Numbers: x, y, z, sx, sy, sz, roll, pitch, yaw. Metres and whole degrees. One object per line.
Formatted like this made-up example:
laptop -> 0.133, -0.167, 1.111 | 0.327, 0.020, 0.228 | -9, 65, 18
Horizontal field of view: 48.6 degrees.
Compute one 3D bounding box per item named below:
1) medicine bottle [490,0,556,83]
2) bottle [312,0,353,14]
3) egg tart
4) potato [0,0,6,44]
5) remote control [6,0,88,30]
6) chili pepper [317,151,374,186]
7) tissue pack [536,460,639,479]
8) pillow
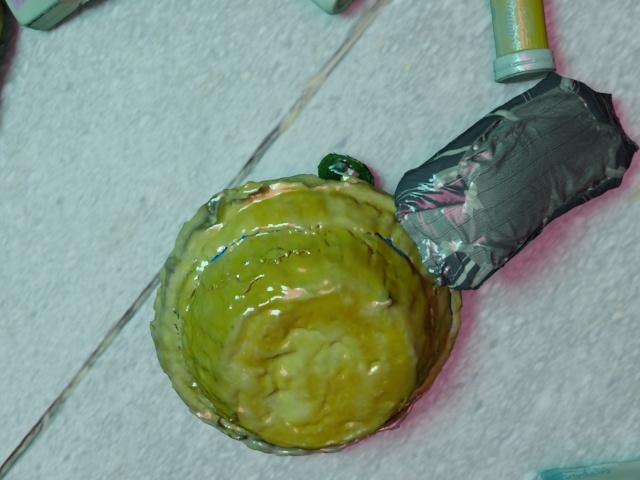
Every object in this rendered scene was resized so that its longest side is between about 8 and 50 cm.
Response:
medicine bottle -> 0.235, -0.305, 0.854 | 0.073, 0.074, 0.218 | -7, 91, 7
bottle -> -0.046, -0.391, 0.861 | 0.245, 0.104, 0.104 | 42, 97, 2
egg tart -> -0.011, 0.106, 0.823 | 0.387, 0.169, 0.388 | -2, 111, -6
potato -> -0.471, -0.238, 0.919 | 0.117, 0.090, 0.226 | 10, 89, 33
remote control -> -0.268, -0.397, 0.865 | 0.344, 0.050, 0.145 | -25, 87, 24
chili pepper -> 0.000, 0.000, 0.902 | 0.098, 0.061, 0.224 | 24, 94, -3
tissue pack -> 0.409, 0.367, 0.848 | 0.271, 0.124, 0.202 | -9, 93, 8
pillow -> 0.231, -0.077, 0.806 | 0.335, 0.092, 0.162 | -34, 105, -20
